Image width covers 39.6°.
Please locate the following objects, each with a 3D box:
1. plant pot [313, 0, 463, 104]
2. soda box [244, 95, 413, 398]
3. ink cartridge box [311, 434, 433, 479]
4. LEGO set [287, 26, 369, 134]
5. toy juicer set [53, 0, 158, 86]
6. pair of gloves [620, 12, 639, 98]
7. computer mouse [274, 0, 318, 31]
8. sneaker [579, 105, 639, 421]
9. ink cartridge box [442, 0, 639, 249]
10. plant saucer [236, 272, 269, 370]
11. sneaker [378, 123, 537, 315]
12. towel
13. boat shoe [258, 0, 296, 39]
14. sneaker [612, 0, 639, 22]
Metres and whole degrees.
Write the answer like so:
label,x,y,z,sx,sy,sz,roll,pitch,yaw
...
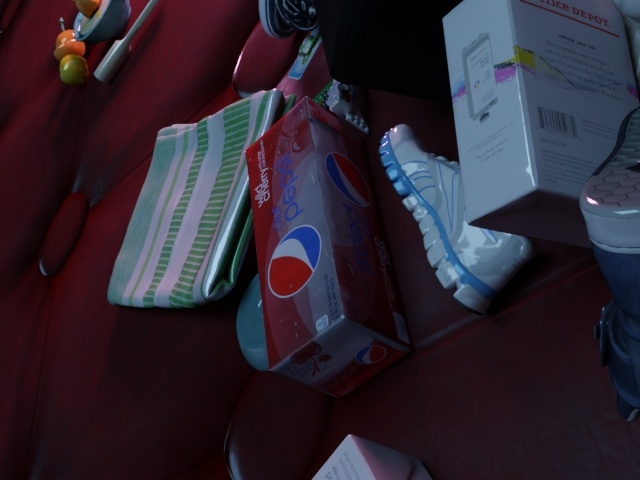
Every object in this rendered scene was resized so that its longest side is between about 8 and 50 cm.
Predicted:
label,x,y,z,sx,sy,sz,roll,pitch,yaw
plant pot,0.084,-0.223,0.740,0.167,0.188,0.188,117,153,-42
soda box,0.000,0.000,0.788,0.092,0.083,0.263,-38,41,29
ink cartridge box,0.003,0.269,0.613,0.231,0.078,0.134,-54,36,14
LEGO set,0.037,-0.210,0.934,0.244,0.060,0.182,-60,23,2
toy juicer set,-0.399,-0.367,1.538,0.329,0.089,0.209,30,92,55
pair of gloves,0.273,-0.200,0.601,0.240,0.042,0.204,-10,66,56
computer mouse,0.011,-0.366,0.921,0.184,0.060,0.262,50,125,7
sneaker,0.218,0.009,0.505,0.086,0.164,0.226,-2,25,42
ink cartridge box,0.151,-0.103,0.600,0.067,0.115,0.198,-32,54,52
plant saucer,-0.047,0.066,0.860,0.119,0.021,0.119,-31,46,38
sneaker,0.111,-0.035,0.694,0.083,0.071,0.191,-41,48,19
towel,-0.152,-0.041,1.022,0.324,0.038,0.248,-4,67,58
boat shoe,-0.010,-0.310,1.006,0.083,0.065,0.183,40,115,48
sneaker,0.233,-0.229,0.598,0.071,0.068,0.170,-12,72,41
